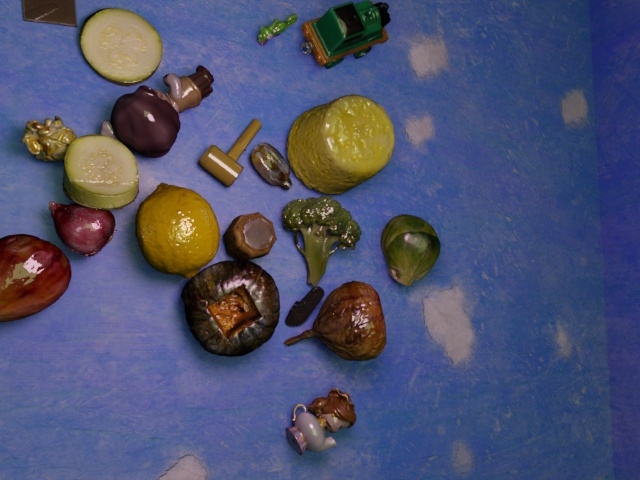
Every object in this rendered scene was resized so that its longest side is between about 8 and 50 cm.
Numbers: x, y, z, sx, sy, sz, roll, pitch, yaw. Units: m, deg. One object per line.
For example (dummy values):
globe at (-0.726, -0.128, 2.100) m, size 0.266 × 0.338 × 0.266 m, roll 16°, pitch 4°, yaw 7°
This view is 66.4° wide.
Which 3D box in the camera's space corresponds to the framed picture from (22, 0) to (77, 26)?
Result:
framed picture at (-0.844, -0.728, 1.526) m, size 0.149 × 0.011 × 0.109 m, roll -4°, pitch 85°, yaw -26°

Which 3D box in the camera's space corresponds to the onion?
onion at (-0.704, -0.049, 1.431) m, size 0.195 × 0.159 × 0.159 m, roll 35°, pitch 70°, yaw -18°

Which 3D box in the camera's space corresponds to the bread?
bread at (0.083, -0.351, 1.769) m, size 0.348 × 0.308 × 0.347 m, roll 4°, pitch 82°, yaw -30°

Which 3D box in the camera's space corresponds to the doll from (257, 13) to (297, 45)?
doll at (-0.161, -0.789, 1.813) m, size 0.190 × 0.115 × 0.050 m, roll -39°, pitch 100°, yaw -27°

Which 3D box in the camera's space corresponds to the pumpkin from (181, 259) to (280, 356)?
pumpkin at (-0.277, 0.214, 1.567) m, size 0.321 × 0.192 × 0.320 m, roll 0°, pitch 91°, yaw -15°

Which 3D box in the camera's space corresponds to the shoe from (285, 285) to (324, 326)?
shoe at (-0.059, 0.234, 1.766) m, size 0.071 × 0.049 × 0.179 m, roll 41°, pitch 89°, yaw -29°

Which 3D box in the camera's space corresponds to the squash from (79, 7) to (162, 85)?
squash at (-0.649, -0.629, 1.593) m, size 0.252 × 0.049 × 0.251 m, roll 3°, pitch 83°, yaw -24°

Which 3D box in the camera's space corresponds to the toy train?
toy train at (0.113, -0.812, 1.874) m, size 0.429 × 0.249 × 0.178 m, roll -30°, pitch 97°, yaw -26°

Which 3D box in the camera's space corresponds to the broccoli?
broccoli at (0.016, -0.031, 1.779) m, size 0.254 × 0.186 × 0.302 m, roll -20°, pitch 116°, yaw 7°

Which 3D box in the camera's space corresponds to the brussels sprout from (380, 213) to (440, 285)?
brussels sprout at (0.350, 0.038, 1.916) m, size 0.220 × 0.210 × 0.271 m, roll 12°, pitch 94°, yaw -20°

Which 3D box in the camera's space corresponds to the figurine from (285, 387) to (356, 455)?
figurine at (0.013, 0.626, 1.705) m, size 0.264 × 0.142 × 0.189 m, roll -26°, pitch 72°, yaw -27°

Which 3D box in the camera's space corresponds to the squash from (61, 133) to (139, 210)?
squash at (-0.638, -0.191, 1.442) m, size 0.220 × 0.133 × 0.220 m, roll 19°, pitch 42°, yaw -18°

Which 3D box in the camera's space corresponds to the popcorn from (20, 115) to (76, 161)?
popcorn at (-0.788, -0.288, 1.429) m, size 0.142 × 0.135 × 0.162 m, roll 25°, pitch 34°, yaw -26°

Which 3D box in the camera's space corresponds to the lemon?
lemon at (-0.437, -0.035, 1.503) m, size 0.254 × 0.253 × 0.310 m, roll -14°, pitch 85°, yaw -27°

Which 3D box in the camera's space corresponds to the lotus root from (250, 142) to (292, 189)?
lotus root at (-0.170, -0.260, 1.755) m, size 0.192 × 0.088 × 0.113 m, roll 50°, pitch 64°, yaw -18°

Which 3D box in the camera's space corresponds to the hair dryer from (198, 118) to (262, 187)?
hair dryer at (-0.299, -0.329, 1.712) m, size 0.135 × 0.090 × 0.278 m, roll 38°, pitch 63°, yaw -15°

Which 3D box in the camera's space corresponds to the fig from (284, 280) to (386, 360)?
fig at (0.050, 0.312, 1.719) m, size 0.369 × 0.286 × 0.286 m, roll -17°, pitch 91°, yaw -4°

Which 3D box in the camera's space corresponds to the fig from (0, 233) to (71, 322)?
fig at (-0.822, 0.103, 1.324) m, size 0.263 × 0.224 × 0.224 m, roll -39°, pitch 101°, yaw -21°

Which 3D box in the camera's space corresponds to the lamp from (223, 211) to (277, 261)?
lamp at (-0.237, -0.010, 1.634) m, size 0.161 × 0.185 × 0.161 m, roll 3°, pitch 82°, yaw -26°

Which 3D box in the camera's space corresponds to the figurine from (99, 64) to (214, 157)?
figurine at (-0.506, -0.432, 1.549) m, size 0.206 × 0.218 × 0.364 m, roll 35°, pitch 64°, yaw -17°
